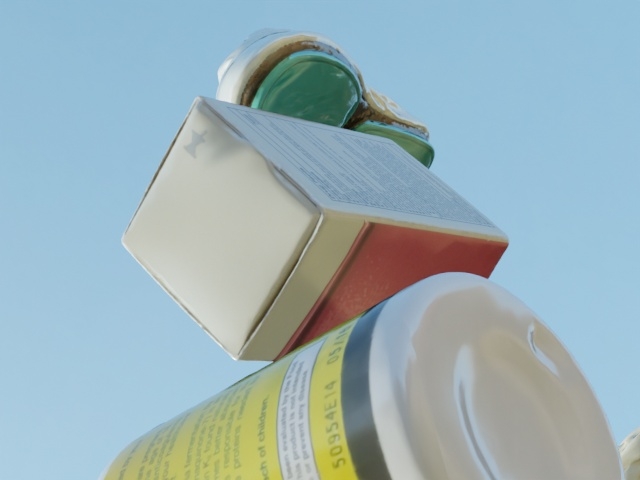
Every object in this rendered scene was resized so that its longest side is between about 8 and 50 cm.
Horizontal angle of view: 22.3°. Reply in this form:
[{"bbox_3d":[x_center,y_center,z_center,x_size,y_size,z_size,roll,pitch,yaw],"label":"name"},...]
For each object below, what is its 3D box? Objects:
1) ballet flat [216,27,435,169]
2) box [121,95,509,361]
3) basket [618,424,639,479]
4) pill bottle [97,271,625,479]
[{"bbox_3d":[-0.018,-0.123,1.483,0.139,0.139,0.400,-55,-24,6],"label":"ballet flat"},{"bbox_3d":[0.000,0.000,1.175,0.232,0.148,0.127,7,-61,-51],"label":"box"},{"bbox_3d":[0.213,0.163,0.925,0.167,0.113,0.103,-50,-27,15],"label":"basket"},{"bbox_3d":[-0.008,0.105,0.571,0.208,0.119,0.119,-31,-39,33],"label":"pill bottle"}]
